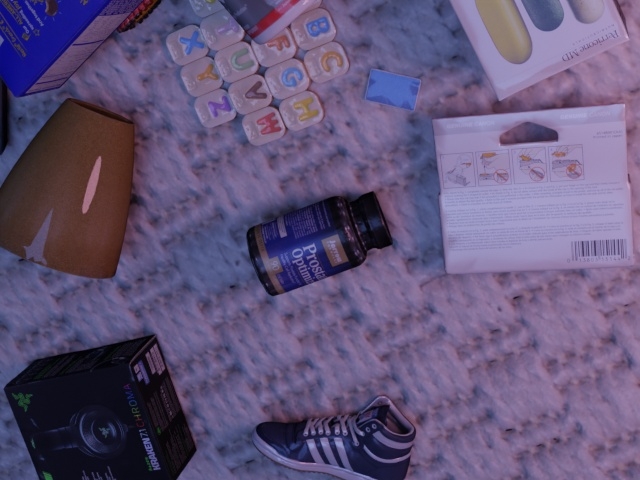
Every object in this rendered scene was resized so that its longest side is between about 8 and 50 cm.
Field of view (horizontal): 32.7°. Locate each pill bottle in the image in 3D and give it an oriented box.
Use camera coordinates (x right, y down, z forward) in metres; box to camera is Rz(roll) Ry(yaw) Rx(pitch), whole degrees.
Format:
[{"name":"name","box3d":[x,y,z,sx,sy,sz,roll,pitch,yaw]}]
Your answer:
[{"name":"pill bottle","box3d":[0.000,0.000,1.779,0.219,0.123,0.122,-20,103,7]},{"name":"pill bottle","box3d":[-0.124,-0.445,1.611,0.161,0.161,0.283,-37,104,22]}]

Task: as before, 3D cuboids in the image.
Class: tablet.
[{"name":"tablet","box3d":[0.115,-0.240,1.739,0.083,0.006,0.054,14,111,8]}]

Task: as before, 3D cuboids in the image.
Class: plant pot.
[{"name":"plant pot","box3d":[-0.412,-0.099,1.820,0.237,0.237,0.254,22,98,6]}]

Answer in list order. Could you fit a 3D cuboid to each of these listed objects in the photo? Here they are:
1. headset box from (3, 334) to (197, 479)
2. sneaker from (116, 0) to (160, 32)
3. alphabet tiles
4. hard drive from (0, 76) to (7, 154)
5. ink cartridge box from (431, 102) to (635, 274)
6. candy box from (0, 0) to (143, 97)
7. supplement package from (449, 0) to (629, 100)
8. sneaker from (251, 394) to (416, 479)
[{"name":"headset box","box3d":[-0.408,0.329,2.000,0.283,0.131,0.246,-12,105,18]},{"name":"sneaker","box3d":[-0.273,-0.431,1.727,0.225,0.088,0.092,-40,94,22]},{"name":"alphabet tiles","box3d":[-0.105,-0.302,1.766,0.278,0.021,0.284,-19,103,19]},{"name":"hard drive","box3d":[-0.663,-0.246,1.906,0.255,0.054,0.172,9,111,11]},{"name":"ink cartridge box","box3d":[0.333,-0.082,1.707,0.296,0.066,0.261,-3,108,14]},{"name":"candy box","box3d":[-0.423,-0.424,1.700,0.317,0.122,0.268,-37,84,29]},{"name":"supplement package","box3d":[0.291,-0.372,1.545,0.199,0.198,0.262,-24,101,20]},{"name":"sneaker","box3d":[0.029,0.333,1.907,0.282,0.099,0.153,17,117,0]}]
